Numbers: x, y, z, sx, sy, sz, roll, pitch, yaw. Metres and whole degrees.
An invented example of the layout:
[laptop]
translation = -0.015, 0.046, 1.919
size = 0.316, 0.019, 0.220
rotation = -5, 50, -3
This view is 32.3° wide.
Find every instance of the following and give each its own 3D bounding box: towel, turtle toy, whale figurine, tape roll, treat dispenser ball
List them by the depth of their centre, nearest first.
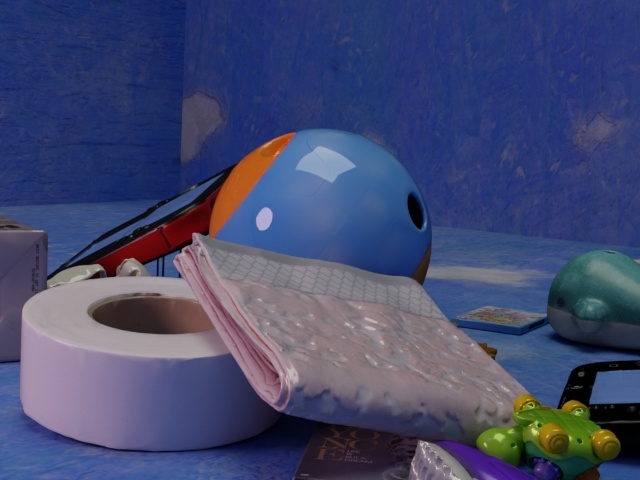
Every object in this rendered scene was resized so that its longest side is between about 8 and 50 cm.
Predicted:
[turtle toy]
translation = 0.206, 0.187, 1.013
size = 0.130, 0.066, 0.095
rotation = 8, 12, -11
[towel]
translation = 0.044, 0.101, 1.130
size = 0.331, 0.053, 0.317
rotation = 13, 19, -31
[tape roll]
translation = -0.173, 0.122, 1.177
size = 0.286, 0.100, 0.286
rotation = 4, 13, -1
[treat dispenser ball]
translation = 0.000, 0.000, 1.425
size = 0.288, 0.288, 0.288
rotation = 3, 6, 0
[whale figurine]
translation = 0.473, 0.093, 1.683
size = 0.216, 0.141, 0.272
rotation = -1, 8, -33

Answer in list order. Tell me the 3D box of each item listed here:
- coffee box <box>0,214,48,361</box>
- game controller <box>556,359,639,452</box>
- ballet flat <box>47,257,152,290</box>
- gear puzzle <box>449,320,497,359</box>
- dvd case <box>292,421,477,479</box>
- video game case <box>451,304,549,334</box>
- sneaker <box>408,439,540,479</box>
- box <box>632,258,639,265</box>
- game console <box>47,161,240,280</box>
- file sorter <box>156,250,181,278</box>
[coffee box]
translation = -0.469, 0.054, 1.503
size = 0.118, 0.168, 0.297
rotation = -1, 6, -30
[game controller]
translation = 0.354, 0.174, 1.229
size = 0.166, 0.067, 0.319
rotation = 5, 6, 17
[ballet flat]
translation = -0.309, 0.082, 1.629
size = 0.280, 0.096, 0.095
rotation = -5, 35, -42
[gear puzzle]
translation = 0.095, 0.141, 1.528
size = 0.338, 0.044, 0.175
rotation = 6, 14, 37
[dvd case]
translation = 0.070, 0.204, 1.052
size = 0.164, 0.018, 0.221
rotation = 4, 6, 7
[video game case]
translation = 0.304, 0.131, 1.840
size = 0.119, 0.015, 0.166
rotation = 6, 7, 29
[sneaker]
translation = 0.162, 0.211, 0.705
size = 0.146, 0.102, 0.293
rotation = 5, 10, -23
[box]
translation = 0.608, 0.097, 1.828
size = 0.103, 0.114, 0.203
rotation = -2, 9, -28
[game console]
translation = -0.296, -0.016, 1.858
size = 0.341, 0.060, 0.386
rotation = -22, 10, 15
[file sorter]
translation = -0.199, 0.053, 1.923
size = 0.170, 0.105, 0.118
rotation = 2, 7, -13
